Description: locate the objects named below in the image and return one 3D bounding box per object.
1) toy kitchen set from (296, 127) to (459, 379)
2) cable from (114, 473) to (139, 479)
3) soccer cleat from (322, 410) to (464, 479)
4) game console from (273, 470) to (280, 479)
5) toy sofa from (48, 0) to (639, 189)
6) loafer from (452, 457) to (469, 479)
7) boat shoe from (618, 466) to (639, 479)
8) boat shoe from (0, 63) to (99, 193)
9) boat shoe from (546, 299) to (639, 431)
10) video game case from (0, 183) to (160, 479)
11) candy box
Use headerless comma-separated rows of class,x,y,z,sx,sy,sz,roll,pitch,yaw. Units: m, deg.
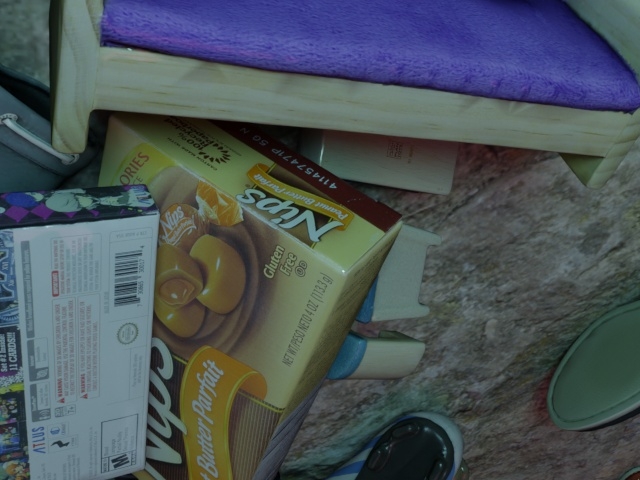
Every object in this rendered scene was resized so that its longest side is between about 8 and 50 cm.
toy kitchen set,0.000,0.000,0.611,0.122,0.166,0.207,7,94,-31
cable,-0.256,0.285,0.812,0.151,0.047,0.184,3,129,-30
soccer cleat,0.045,0.329,0.899,0.331,0.116,0.143,-41,159,12
game console,-0.225,0.434,0.822,0.387,0.060,0.341,-25,148,-52
toy sofa,0.033,-0.147,0.416,0.363,0.150,0.177,2,133,-22
loafer,0.153,0.349,1.021,0.050,0.056,0.148,5,121,-24
boat shoe,0.510,0.433,1.244,0.049,0.043,0.137,-1,134,-22
boat shoe,-0.215,-0.130,0.372,0.099,0.116,0.319,-25,141,-5
boat shoe,0.405,0.106,0.824,0.113,0.127,0.340,30,108,-26
video game case,-0.212,0.078,0.462,0.210,0.042,0.232,-7,127,-25
candy box,-0.086,0.069,0.556,0.087,0.183,0.316,-39,158,-49
